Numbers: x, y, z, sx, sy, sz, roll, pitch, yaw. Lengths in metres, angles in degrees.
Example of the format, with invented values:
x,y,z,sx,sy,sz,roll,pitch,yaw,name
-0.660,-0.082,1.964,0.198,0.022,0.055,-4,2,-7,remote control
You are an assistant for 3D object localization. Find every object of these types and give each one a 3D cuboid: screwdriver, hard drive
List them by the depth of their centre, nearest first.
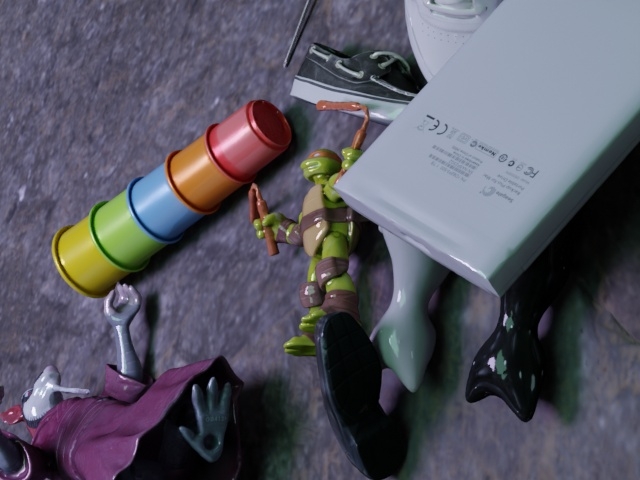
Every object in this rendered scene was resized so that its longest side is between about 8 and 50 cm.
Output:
x,y,z,sx,sy,sz,roll,pitch,yaw,name
0.178,-0.112,1.299,0.307,0.040,0.203,-47,44,-9,hard drive
-0.010,-0.264,1.643,0.025,0.024,0.169,-109,39,-68,screwdriver

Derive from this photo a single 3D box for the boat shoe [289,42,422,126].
x,y,z,sx,sy,sz,roll,pitch,yaw,name
0.050,-0.152,1.507,0.219,0.078,0.070,22,96,48,boat shoe

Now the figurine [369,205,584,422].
x,y,z,sx,sy,sz,roll,pitch,yaw,name
0.125,0.041,1.379,0.215,0.092,0.209,9,90,47,figurine

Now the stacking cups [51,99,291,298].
x,y,z,sx,sy,sz,roll,pitch,yaw,name
-0.158,-0.050,1.694,0.316,0.096,0.096,-34,57,29,stacking cups

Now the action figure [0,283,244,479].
x,y,z,sx,sy,sz,roll,pitch,yaw,name
-0.213,0.217,1.643,0.370,0.248,0.275,0,117,53,action figure

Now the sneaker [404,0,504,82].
x,y,z,sx,sy,sz,roll,pitch,yaw,name
0.111,-0.265,1.375,0.114,0.152,0.305,7,113,21,sneaker

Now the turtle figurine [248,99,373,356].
x,y,z,sx,sy,sz,roll,pitch,yaw,name
0.000,0.000,1.510,0.269,0.087,0.217,-37,48,54,turtle figurine

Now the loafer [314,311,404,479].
x,y,z,sx,sy,sz,roll,pitch,yaw,name
0.023,0.141,1.423,0.061,0.062,0.170,15,125,55,loafer
